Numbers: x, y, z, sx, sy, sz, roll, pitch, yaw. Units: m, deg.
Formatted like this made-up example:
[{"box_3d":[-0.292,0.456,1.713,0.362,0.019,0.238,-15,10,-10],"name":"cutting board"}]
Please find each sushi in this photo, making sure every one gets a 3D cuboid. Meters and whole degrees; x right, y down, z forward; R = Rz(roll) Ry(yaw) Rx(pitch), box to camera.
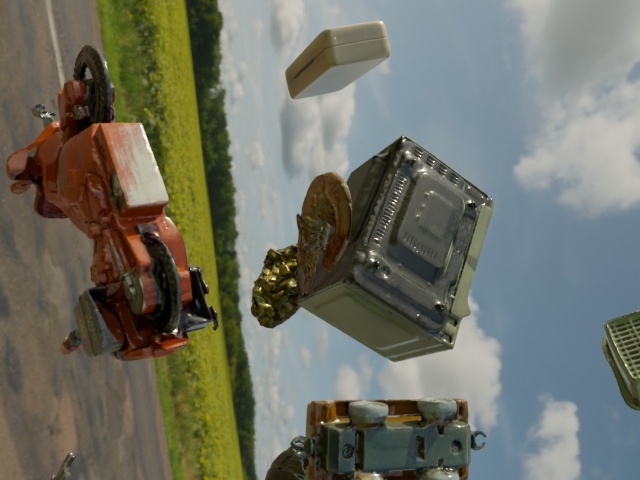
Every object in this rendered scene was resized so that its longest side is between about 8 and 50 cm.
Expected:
[{"box_3d":[-0.079,0.095,1.489,0.167,0.296,0.179,30,-34,28],"name":"sushi"}]

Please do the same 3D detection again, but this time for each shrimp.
[{"box_3d":[0.007,0.000,0.692,0.095,0.045,0.162,27,-68,40],"name":"shrimp"}]

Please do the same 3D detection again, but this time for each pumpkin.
[{"box_3d":[-0.015,0.520,1.191,0.157,0.224,0.223,-3,-86,39],"name":"pumpkin"}]

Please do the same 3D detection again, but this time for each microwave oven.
[{"box_3d":[0.159,0.016,1.153,0.218,0.286,0.354,-31,-151,56],"name":"microwave oven"}]

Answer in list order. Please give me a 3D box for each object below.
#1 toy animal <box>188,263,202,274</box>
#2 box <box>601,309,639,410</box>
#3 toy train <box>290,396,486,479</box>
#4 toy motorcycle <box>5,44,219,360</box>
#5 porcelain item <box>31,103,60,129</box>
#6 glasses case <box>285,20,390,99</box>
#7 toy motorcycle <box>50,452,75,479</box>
[{"box_3d":[-0.392,0.086,1.474,0.116,0.180,0.218,-17,-108,59],"name":"toy animal"},{"box_3d":[0.817,0.260,1.341,0.166,0.291,0.220,55,23,-37],"name":"box"},{"box_3d":[0.068,0.210,0.624,0.127,0.219,0.089,160,-68,-71],"name":"toy train"},{"box_3d":[-0.227,-0.021,0.620,0.221,0.148,0.325,-38,-111,48],"name":"toy motorcycle"},{"box_3d":[-0.520,-0.210,1.165,0.075,0.021,0.136,-44,139,-48],"name":"porcelain item"},{"box_3d":[0.027,-0.393,1.307,0.336,0.144,0.076,-176,-108,-72],"name":"glasses case"},{"box_3d":[-0.377,0.460,0.710,0.401,0.134,0.207,-56,-173,-11],"name":"toy motorcycle"}]
